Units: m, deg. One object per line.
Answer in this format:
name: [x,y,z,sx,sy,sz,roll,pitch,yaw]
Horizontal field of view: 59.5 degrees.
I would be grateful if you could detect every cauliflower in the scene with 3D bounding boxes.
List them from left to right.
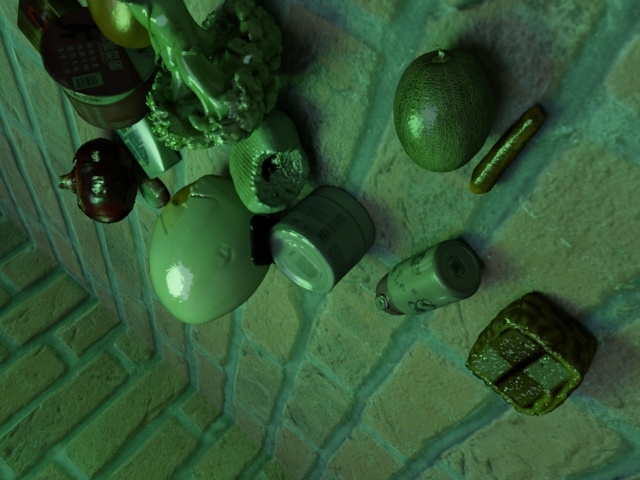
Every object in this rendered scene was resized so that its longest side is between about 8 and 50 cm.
cauliflower: [-0.180,-0.298,0.937,0.281,0.260,0.327,91,155,-55]

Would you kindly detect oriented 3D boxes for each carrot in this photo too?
carrot: [0.267,-0.126,0.812,0.042,0.042,0.171,41,147,8]

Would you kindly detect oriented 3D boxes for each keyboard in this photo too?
keyboard: [-0.107,0.002,1.218,0.016,0.262,0.106,-4,88,12]

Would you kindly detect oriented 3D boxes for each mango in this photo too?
mango: [-0.363,-0.487,1.053,0.175,0.139,0.255,30,138,3]

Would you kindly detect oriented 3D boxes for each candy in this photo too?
candy: [-0.495,-0.143,1.663,0.103,0.043,0.103,32,147,24]

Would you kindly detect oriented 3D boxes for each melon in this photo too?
melon: [0.168,-0.182,0.774,0.139,0.139,0.192,23,144,32]

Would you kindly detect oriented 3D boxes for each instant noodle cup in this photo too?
instant noodle cup: [-0.475,-0.369,1.242,0.234,0.235,0.178,43,158,6]

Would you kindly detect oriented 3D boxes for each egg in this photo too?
egg: [-0.256,0.025,1.309,0.282,0.345,0.283,23,177,1]

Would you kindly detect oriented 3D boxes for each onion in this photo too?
onion: [-0.640,-0.169,1.617,0.252,0.219,0.252,171,90,-70]

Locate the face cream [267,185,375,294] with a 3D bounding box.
face cream: [0.000,0.000,1.154,0.177,0.153,0.177,30,145,23]

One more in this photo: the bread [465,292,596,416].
bread: [0.376,0.208,1.004,0.181,0.096,0.222,36,145,15]

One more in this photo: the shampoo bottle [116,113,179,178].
shampoo bottle: [-0.496,-0.332,1.426,0.134,0.078,0.360,-10,118,49]

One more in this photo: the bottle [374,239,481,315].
bottle: [0.190,0.083,1.068,0.110,0.110,0.233,49,147,-4]

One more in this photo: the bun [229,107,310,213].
bun: [-0.094,-0.158,1.112,0.204,0.126,0.212,64,147,21]

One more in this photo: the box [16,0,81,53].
box: [-0.678,-0.552,1.402,0.159,0.071,0.240,54,148,-9]
